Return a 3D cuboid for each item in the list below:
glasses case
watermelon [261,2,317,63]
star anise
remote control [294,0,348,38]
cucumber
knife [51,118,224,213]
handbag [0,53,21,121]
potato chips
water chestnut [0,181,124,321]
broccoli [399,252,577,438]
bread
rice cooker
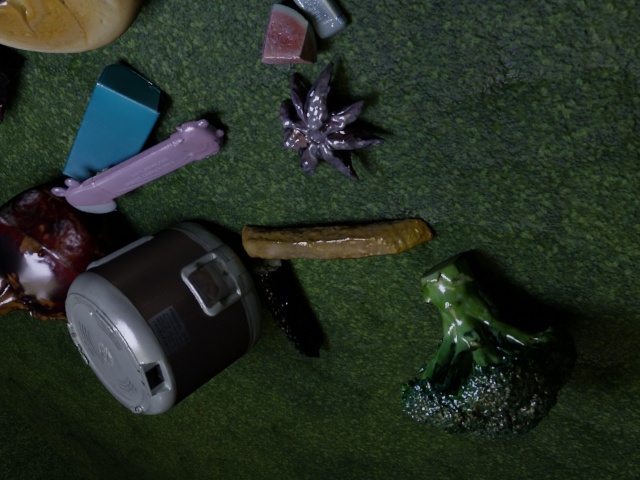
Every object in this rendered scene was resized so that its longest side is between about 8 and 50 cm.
[{"bbox_3d":[-0.383,-0.196,1.274,0.117,0.070,0.301,26,143,-19],"label":"glasses case"},{"bbox_3d":[-0.048,-0.280,0.953,0.084,0.072,0.092,-4,130,28],"label":"watermelon"},{"bbox_3d":[0.008,-0.165,1.047,0.180,0.061,0.204,36,141,-6],"label":"star anise"},{"bbox_3d":[-0.014,-0.328,0.920,0.053,0.018,0.124,-16,122,45],"label":"remote control"},{"bbox_3d":[-0.066,0.150,1.432,0.072,0.072,0.300,3,134,31],"label":"cucumber"},{"bbox_3d":[-0.329,-0.132,1.265,0.398,0.038,0.132,-19,153,30],"label":"knife"},{"bbox_3d":[-0.667,-0.291,1.288,0.169,0.155,0.215,33,140,-14],"label":"handbag"},{"bbox_3d":[0.000,0.000,1.225,0.407,0.080,0.057,-2,121,35],"label":"potato chips"},{"bbox_3d":[-0.595,0.063,1.489,0.335,0.347,0.335,27,150,17],"label":"water chestnut"},{"bbox_3d":[0.247,0.179,1.106,0.297,0.297,0.297,-33,86,49],"label":"broccoli"},{"bbox_3d":[-0.388,-0.388,0.940,0.333,0.160,0.333,-3,166,-1],"label":"bread"},{"bbox_3d":[-0.298,0.140,1.380,0.335,0.325,0.335,29,136,33],"label":"rice cooker"}]
